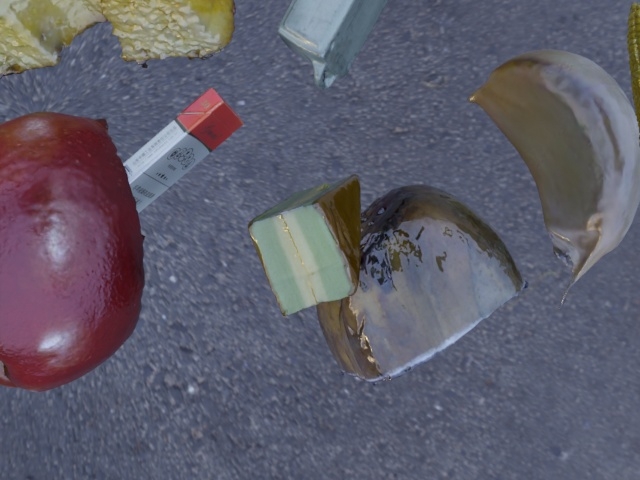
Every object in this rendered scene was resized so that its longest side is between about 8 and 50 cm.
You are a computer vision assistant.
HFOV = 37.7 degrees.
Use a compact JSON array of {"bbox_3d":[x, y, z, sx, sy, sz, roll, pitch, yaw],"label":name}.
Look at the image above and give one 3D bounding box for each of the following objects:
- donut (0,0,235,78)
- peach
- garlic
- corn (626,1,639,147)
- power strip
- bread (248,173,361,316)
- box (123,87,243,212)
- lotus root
[{"bbox_3d":[-0.200,-0.234,0.824,0.258,0.101,0.152,-3,62,22],"label":"donut"},{"bbox_3d":[-0.332,0.002,1.116,0.281,0.281,0.338,30,55,-18],"label":"peach"},{"bbox_3d":[0.346,-0.101,1.257,0.151,0.196,0.339,-9,74,-56],"label":"garlic"},{"bbox_3d":[0.387,-0.155,1.041,0.080,0.080,0.238,-16,99,-14],"label":"corn"},{"bbox_3d":[0.049,-0.253,0.769,0.052,0.078,0.272,31,94,19],"label":"power strip"},{"bbox_3d":[0.001,-0.001,0.818,0.074,0.139,0.084,-19,99,18],"label":"bread"},{"bbox_3d":[-0.229,-0.123,1.406,0.245,0.139,0.035,-41,79,3],"label":"box"},{"bbox_3d":[0.098,0.045,1.157,0.272,0.272,0.192,-36,104,-10],"label":"lotus root"}]
